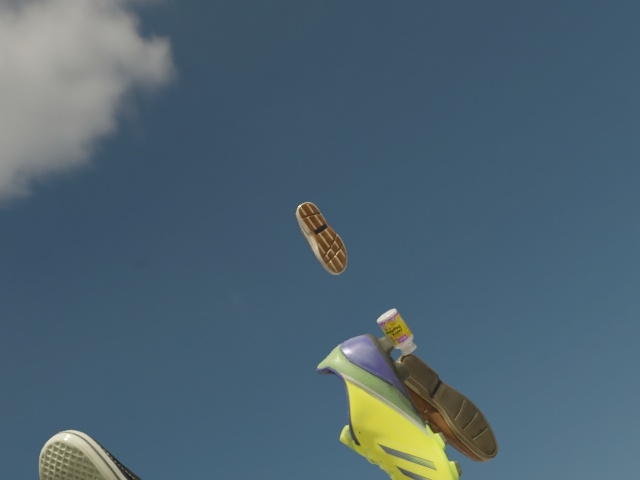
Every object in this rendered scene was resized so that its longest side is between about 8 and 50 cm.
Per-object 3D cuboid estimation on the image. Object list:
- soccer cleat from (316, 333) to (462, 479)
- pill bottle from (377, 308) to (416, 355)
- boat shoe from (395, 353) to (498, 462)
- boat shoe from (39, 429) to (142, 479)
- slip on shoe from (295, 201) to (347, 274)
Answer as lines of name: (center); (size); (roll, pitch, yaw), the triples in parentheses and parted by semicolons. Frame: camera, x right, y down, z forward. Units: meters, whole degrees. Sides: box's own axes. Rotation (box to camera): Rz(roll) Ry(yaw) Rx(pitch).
soccer cleat: (0.094, 0.262, 1.149); (0.121, 0.289, 0.093); (-27, -15, -8)
pill bottle: (0.145, 0.172, 1.652); (0.043, 0.083, 0.043); (-34, 3, 2)
boat shoe: (0.272, 0.396, 2.035); (0.110, 0.307, 0.104); (-27, -21, -52)
boat shoe: (-0.351, 0.541, 1.687); (0.186, 0.156, 0.500); (-25, -68, 23)
slip on shoe: (0.000, 0.000, 1.491); (0.051, 0.135, 0.041); (-30, -12, -20)
